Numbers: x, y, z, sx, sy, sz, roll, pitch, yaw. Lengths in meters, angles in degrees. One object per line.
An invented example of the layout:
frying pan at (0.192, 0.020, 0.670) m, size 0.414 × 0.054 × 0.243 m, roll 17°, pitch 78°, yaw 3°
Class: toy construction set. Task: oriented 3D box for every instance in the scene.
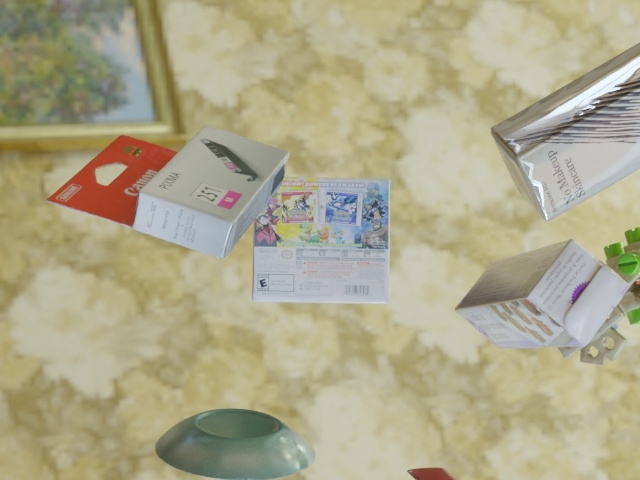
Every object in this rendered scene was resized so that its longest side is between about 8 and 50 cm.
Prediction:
toy construction set at (0.436, 0.053, 2.090) m, size 0.215 × 0.328 × 0.151 m, roll -21°, pitch -88°, yaw 34°

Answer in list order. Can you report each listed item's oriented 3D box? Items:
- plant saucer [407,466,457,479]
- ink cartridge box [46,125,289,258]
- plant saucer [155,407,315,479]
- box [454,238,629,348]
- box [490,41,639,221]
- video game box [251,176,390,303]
plant saucer at (0.277, 0.468, 2.399) m, size 0.258 × 0.048 × 0.259 m, roll 40°, pitch -7°, yaw 46°
ink cartridge box at (-0.190, -0.084, 1.985) m, size 0.275 × 0.239 × 0.060 m, roll -58°, pitch 165°, yaw -64°
plant saucer at (-0.101, 0.237, 1.846) m, size 0.195 × 0.195 × 0.037 m, roll -147°, pitch -121°, yaw -63°
box at (0.187, 0.052, 1.348) m, size 0.063 × 0.067 × 0.324 m, roll 40°, pitch -7°, yaw -1°
box at (0.355, -0.146, 1.849) m, size 0.113 × 0.275 × 0.094 m, roll 59°, pitch -1°, yaw -32°
video game box at (0.000, 0.000, 2.268) m, size 0.048 × 0.205 × 0.187 m, roll 130°, pitch -39°, yaw -85°
